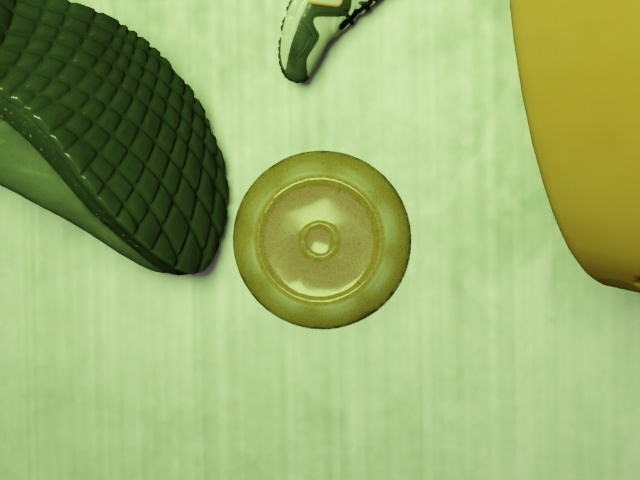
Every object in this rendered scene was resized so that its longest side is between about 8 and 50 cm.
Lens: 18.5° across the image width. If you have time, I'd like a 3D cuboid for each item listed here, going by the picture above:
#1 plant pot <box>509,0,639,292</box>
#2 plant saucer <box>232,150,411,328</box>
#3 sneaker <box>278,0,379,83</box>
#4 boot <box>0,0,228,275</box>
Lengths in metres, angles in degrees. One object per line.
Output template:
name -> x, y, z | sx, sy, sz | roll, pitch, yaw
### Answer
plant pot -> 0.198, -0.089, 0.774 | 0.204, 0.291, 0.290 | -7, 91, 22
plant saucer -> 0.000, 0.000, 0.907 | 0.083, 0.015, 0.083 | 0, 92, 4
sneaker -> 0.016, -0.118, 0.890 | 0.044, 0.040, 0.109 | 27, 94, 1
boot -> -0.168, -0.061, 0.879 | 0.161, 0.246, 0.083 | -13, 48, 41
